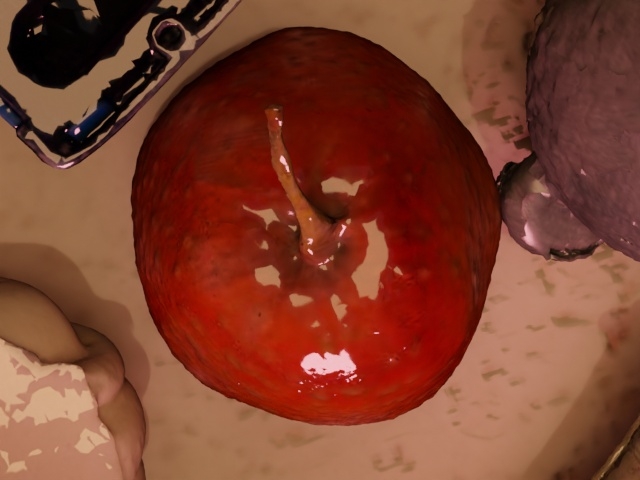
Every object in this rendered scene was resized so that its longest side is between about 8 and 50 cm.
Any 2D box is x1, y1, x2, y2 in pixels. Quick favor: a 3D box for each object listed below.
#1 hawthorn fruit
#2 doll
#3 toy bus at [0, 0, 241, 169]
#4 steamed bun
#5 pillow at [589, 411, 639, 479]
[{"bbox_3d":[0.000,0.000,0.759,0.162,0.203,0.163,0,98,-1],"label":"hawthorn fruit"},{"bbox_3d":[0.233,-0.055,0.820,0.340,0.158,0.246,6,127,-19],"label":"doll"},{"bbox_3d":[-0.153,-0.168,0.745,0.287,0.175,0.138,43,91,-7],"label":"toy bus"},{"bbox_3d":[-0.159,0.096,0.808,0.182,0.106,0.183,-1,99,-5],"label":"steamed bun"},{"bbox_3d":[0.216,0.188,0.859,0.302,0.075,0.185,37,99,-8],"label":"pillow"}]
